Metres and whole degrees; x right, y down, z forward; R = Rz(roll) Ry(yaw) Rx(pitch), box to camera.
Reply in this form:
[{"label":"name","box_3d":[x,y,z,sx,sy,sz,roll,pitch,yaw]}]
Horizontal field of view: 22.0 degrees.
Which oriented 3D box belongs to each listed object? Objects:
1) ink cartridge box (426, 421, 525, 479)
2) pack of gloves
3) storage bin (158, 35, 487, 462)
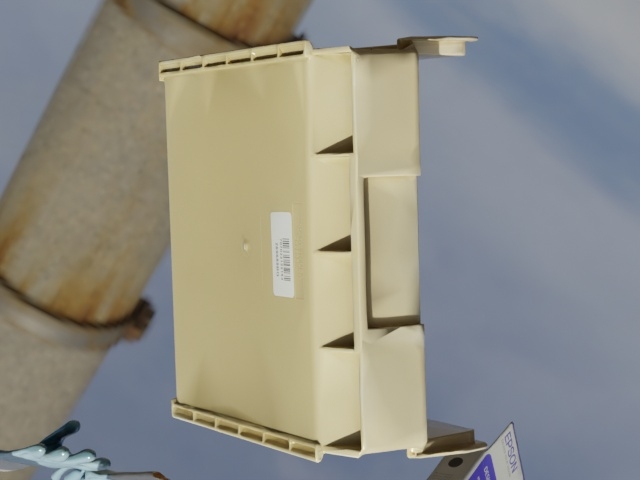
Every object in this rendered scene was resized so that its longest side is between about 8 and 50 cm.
[{"label":"ink cartridge box","box_3d":[0.135,0.308,1.564,0.045,0.206,0.208,11,-141,36]},{"label":"pack of gloves","box_3d":[-0.234,0.207,1.600,0.195,0.232,0.046,18,-107,-35]},{"label":"storage bin","box_3d":[0.000,0.000,1.103,0.123,0.262,0.260,-3,-176,-30]}]
